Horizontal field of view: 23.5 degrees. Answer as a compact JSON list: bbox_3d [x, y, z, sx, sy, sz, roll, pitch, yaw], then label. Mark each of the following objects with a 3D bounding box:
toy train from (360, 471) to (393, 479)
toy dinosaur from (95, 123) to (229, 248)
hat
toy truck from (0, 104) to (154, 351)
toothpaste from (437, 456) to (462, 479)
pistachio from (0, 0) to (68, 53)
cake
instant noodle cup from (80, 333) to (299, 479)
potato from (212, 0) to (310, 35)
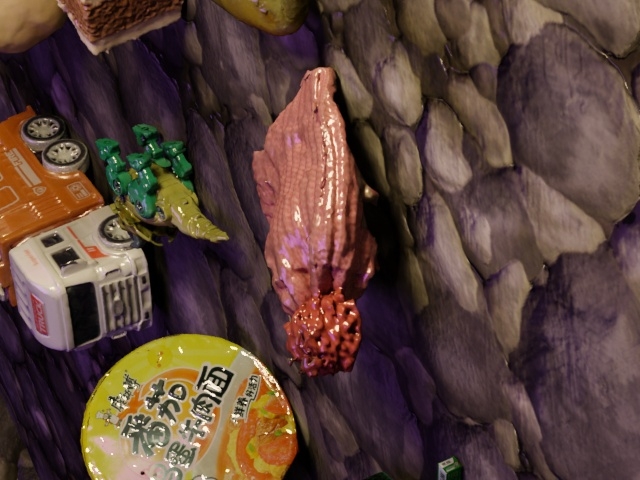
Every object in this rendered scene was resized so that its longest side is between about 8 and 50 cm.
[{"bbox_3d":[0.082,0.396,1.609,0.238,0.167,0.299,-149,39,-69],"label":"toy train"},{"bbox_3d":[-0.191,-0.054,1.884,0.259,0.094,0.153,13,123,53],"label":"toy dinosaur"},{"bbox_3d":[0.000,0.000,1.478,0.237,0.107,0.286,107,159,-57],"label":"hat"},{"bbox_3d":[-0.397,-0.009,2.209,0.387,0.207,0.173,47,150,39],"label":"toy truck"},{"bbox_3d":[0.128,0.251,1.541,0.017,0.020,0.083,48,151,42],"label":"toothpaste"},{"bbox_3d":[-0.434,-0.375,1.931,0.193,0.214,0.318,-6,142,29],"label":"pistachio"},{"bbox_3d":[-0.227,-0.303,1.683,0.135,0.134,0.147,50,160,36],"label":"cake"},{"bbox_3d":[-0.164,0.276,1.928,0.264,0.264,0.200,57,162,24],"label":"instant noodle cup"},{"bbox_3d":[-0.078,-0.259,1.452,0.188,0.085,0.105,45,151,33],"label":"potato"}]
